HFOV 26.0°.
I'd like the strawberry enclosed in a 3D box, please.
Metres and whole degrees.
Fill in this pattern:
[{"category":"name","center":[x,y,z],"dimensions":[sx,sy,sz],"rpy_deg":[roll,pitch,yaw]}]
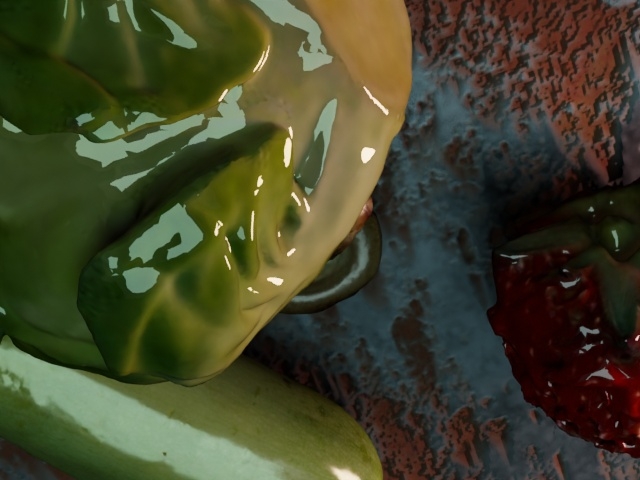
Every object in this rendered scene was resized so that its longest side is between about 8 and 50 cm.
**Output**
[{"category":"strawberry","center":[0.199,0.055,0.836],"dimensions":[0.184,0.187,0.201],"rpy_deg":[10,138,27]}]

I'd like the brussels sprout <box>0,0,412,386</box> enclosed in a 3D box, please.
[{"category":"brussels sprout","center":[-0.099,-0.062,0.707],"dimensions":[0.294,0.227,0.259],"rpy_deg":[-27,104,19]}]

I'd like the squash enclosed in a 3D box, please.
[{"category":"squash","center":[-0.129,0.094,0.852],"dimensions":[0.370,0.118,0.118],"rpy_deg":[25,111,-13]}]

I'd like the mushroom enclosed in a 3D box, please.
[{"category":"mushroom","center":[0.003,-0.007,0.831],"dimensions":[0.088,0.073,0.129],"rpy_deg":[34,141,-9]}]
